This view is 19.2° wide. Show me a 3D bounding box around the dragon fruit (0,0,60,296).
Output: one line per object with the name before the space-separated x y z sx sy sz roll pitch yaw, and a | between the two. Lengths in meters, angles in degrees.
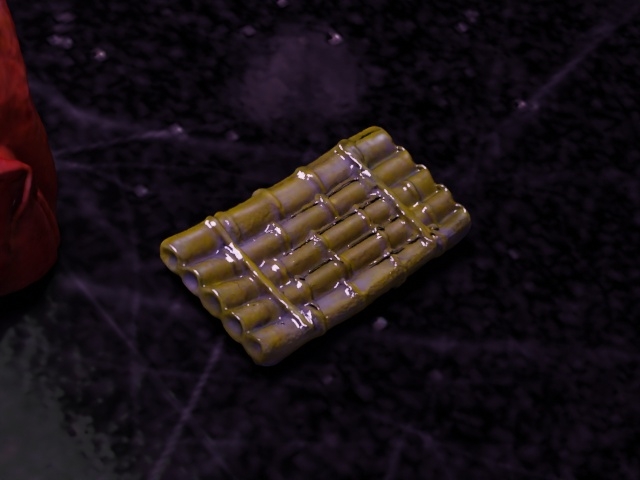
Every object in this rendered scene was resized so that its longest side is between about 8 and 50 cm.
dragon fruit | -0.179 -0.016 0.625 0.122 0.092 0.192 41 53 15

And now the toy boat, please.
toy boat | 0.000 0.000 0.720 0.115 0.016 0.063 -32 68 -34
